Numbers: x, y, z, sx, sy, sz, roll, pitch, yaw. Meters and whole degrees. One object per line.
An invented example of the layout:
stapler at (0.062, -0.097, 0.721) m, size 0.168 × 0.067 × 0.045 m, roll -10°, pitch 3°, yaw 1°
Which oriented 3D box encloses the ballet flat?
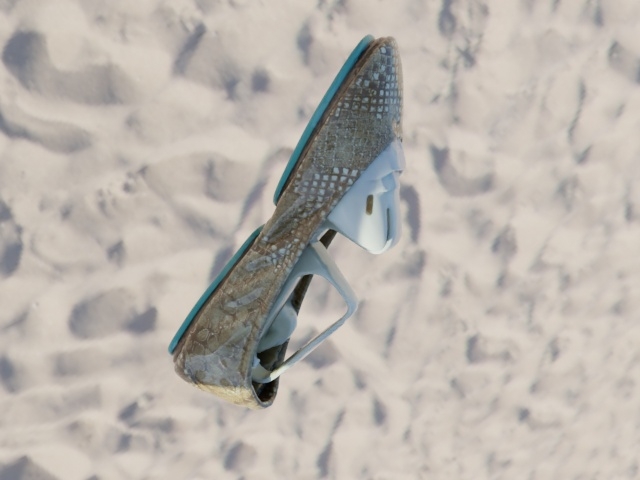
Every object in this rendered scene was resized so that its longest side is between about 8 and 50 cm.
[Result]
ballet flat at (0.000, 0.000, 0.573) m, size 0.206 × 0.067 × 0.073 m, roll -58°, pitch 169°, yaw 25°
